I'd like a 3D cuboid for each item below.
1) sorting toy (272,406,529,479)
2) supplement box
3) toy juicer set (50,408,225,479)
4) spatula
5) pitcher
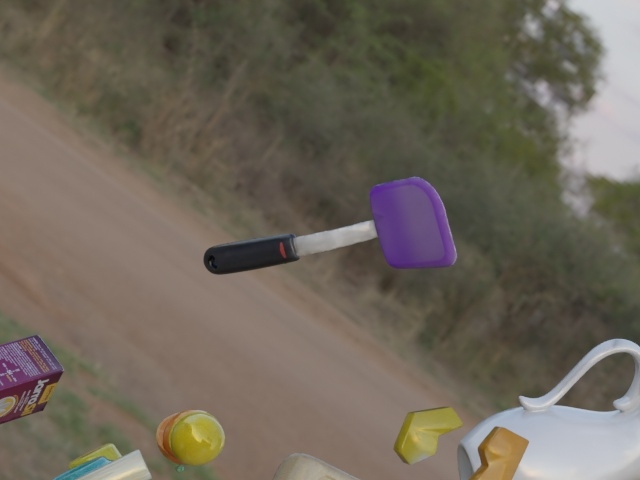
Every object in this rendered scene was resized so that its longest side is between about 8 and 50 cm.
[{"bbox_3d":[0.051,0.275,1.323,0.229,0.307,0.041,28,-9,-12],"label":"sorting toy"},{"bbox_3d":[-0.256,0.115,1.255,0.083,0.055,0.043,-16,56,-46],"label":"supplement box"},{"bbox_3d":[-0.185,0.243,1.490,0.089,0.209,0.329,65,13,0],"label":"toy juicer set"},{"bbox_3d":[0.000,0.000,1.466,0.030,0.296,0.084,-24,101,-54],"label":"spatula"},{"bbox_3d":[0.245,0.199,1.604,0.125,0.207,0.178,-134,-147,-75],"label":"pitcher"}]
